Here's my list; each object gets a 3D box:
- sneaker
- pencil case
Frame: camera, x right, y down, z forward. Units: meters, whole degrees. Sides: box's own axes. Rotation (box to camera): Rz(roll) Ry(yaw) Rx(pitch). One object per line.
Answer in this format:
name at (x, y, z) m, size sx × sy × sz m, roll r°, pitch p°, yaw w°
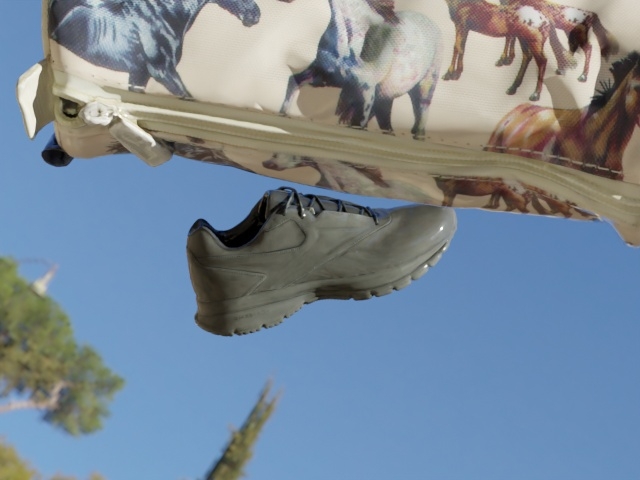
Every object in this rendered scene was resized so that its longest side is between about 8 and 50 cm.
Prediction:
sneaker at (0.000, 0.000, 1.349) m, size 0.109 × 0.286 × 0.130 m, roll -137°, pitch -149°, yaw -70°
pencil case at (0.028, -0.097, 0.832) m, size 0.411 × 0.183 × 0.160 m, roll 9°, pitch -37°, yaw 4°
